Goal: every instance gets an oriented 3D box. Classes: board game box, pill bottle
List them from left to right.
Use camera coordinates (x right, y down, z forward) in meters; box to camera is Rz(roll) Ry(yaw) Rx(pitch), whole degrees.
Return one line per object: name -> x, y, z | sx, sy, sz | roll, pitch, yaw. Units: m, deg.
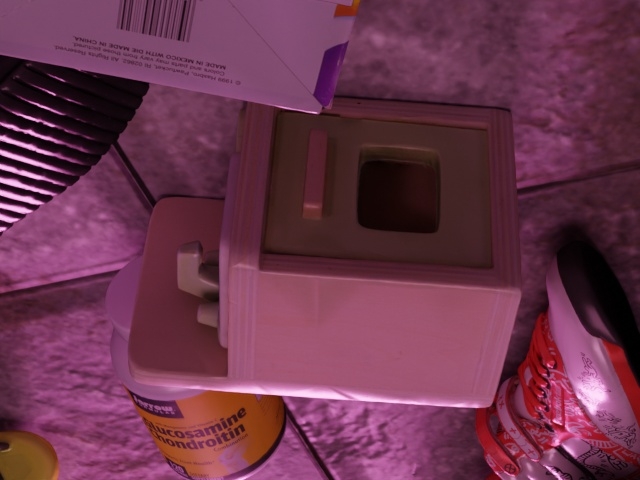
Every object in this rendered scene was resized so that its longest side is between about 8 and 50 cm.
pill bottle -> -0.093, 0.093, 1.030 | 0.103, 0.103, 0.184 | -7, 138, 11
board game box -> -0.045, -0.205, 0.551 | 0.144, 0.275, 0.142 | 10, 139, -7

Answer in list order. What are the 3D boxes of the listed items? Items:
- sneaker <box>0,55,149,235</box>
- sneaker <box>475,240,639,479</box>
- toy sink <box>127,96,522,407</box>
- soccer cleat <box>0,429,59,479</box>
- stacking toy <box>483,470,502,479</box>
sneaker -> -0.246, -0.061, 0.857 | 0.330, 0.146, 0.122 | -40, 155, 11
sneaker -> 0.175, 0.113, 1.046 | 0.145, 0.090, 0.270 | -17, 138, 18
toy sink -> 0.000, 0.000, 0.882 | 0.234, 0.153, 0.131 | 5, 139, 0
soccer cleat -> -0.333, 0.244, 1.248 | 0.289, 0.121, 0.093 | -37, 85, 21
stacking toy -> 0.246, 0.306, 1.241 | 0.141, 0.141, 0.330 | -24, 128, 28
